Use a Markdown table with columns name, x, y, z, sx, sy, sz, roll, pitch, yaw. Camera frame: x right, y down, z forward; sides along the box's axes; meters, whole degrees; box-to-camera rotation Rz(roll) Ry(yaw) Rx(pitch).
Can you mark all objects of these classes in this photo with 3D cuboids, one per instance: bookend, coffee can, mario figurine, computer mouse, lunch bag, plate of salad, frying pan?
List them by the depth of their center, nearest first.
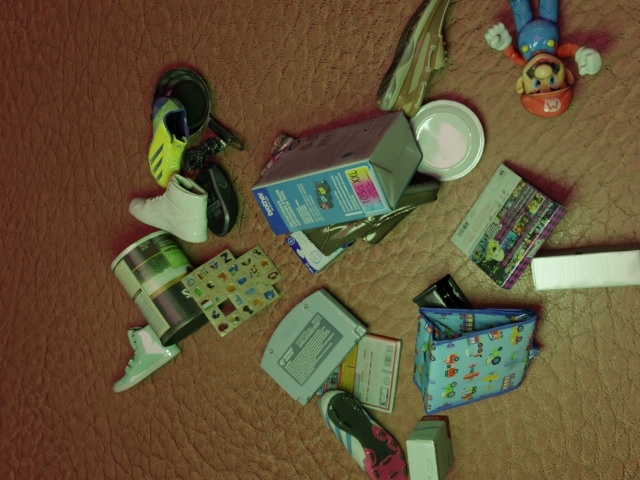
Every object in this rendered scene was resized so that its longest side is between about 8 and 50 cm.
| name | x | y | z | sx | sy | sz | roll | pitch | yaw |
| --- | --- | --- | --- | --- | --- | --- | --- | --- | --- |
| mario figurine | 0.492 | -0.433 | 1.533 | 0.198 | 0.170 | 0.320 | -14 | 82 | 58 |
| lunch bag | 0.382 | 0.272 | 1.634 | 0.293 | 0.138 | 0.221 | -4 | 121 | -7 |
| bookend | 0.315 | 0.176 | 1.698 | 0.072 | 0.157 | 0.156 | -37 | 81 | 23 |
| plate of salad | 0.305 | -0.247 | 1.706 | 0.200 | 0.048 | 0.199 | 6 | 107 | 21 |
| computer mouse | -0.289 | -0.145 | 1.952 | 0.188 | 0.072 | 0.272 | -21 | 83 | 48 |
| frying pan | -0.336 | -0.379 | 1.959 | 0.326 | 0.053 | 0.197 | 14 | 104 | 20 |
| coffee can | -0.444 | 0.138 | 1.989 | 0.201 | 0.201 | 0.275 | -41 | 81 | 22 |

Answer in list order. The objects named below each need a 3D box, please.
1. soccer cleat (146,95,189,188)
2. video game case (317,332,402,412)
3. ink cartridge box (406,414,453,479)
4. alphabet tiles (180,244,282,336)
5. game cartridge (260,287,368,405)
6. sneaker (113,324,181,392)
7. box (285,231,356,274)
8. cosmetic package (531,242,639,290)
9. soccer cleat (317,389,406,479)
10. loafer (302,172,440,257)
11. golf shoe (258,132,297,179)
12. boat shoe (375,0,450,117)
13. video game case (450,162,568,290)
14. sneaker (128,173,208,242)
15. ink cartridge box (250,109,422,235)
| name | x | y | z | sx | sy | sz | roll | pitch | yaw |
| --- | --- | --- | --- | --- | --- | --- | --- | --- | --- |
| soccer cleat | -0.422 | -0.262 | 1.946 | 0.121 | 0.093 | 0.289 | 31 | 129 | 33 |
| video game case | 0.074 | 0.342 | 1.894 | 0.285 | 0.025 | 0.204 | 10 | 101 | 21 |
| ink cartridge box | 0.279 | 0.534 | 1.750 | 0.072 | 0.175 | 0.127 | -5 | 94 | 23 |
| alphabet tiles | -0.234 | 0.121 | 1.923 | 0.237 | 0.009 | 0.198 | -34 | 80 | -18 |
| game cartridge | -0.029 | 0.283 | 1.888 | 0.198 | 0.062 | 0.297 | 44 | 111 | 17 |
| sneaker | -0.565 | 0.351 | 2.126 | 0.256 | 0.094 | 0.151 | -37 | 88 | 13 |
| box | 0.000 | 0.000 | 1.855 | 0.137 | 0.072 | 0.126 | -42 | 81 | 21 |
| cosmetic package | 0.609 | 0.060 | 1.581 | 0.231 | 0.117 | 0.085 | -8 | 95 | 23 |
| soccer cleat | 0.112 | 0.531 | 1.869 | 0.116 | 0.143 | 0.331 | -39 | 100 | -19 |
| loafer | 0.134 | -0.062 | 1.739 | 0.366 | 0.134 | 0.130 | -20 | 108 | 15 |
| golf shoe | -0.111 | -0.195 | 1.879 | 0.086 | 0.067 | 0.186 | 29 | 107 | 16 |
| boat shoe | 0.247 | -0.451 | 1.680 | 0.116 | 0.123 | 0.324 | 23 | 98 | -12 |
| video game case | 0.435 | -0.035 | 1.626 | 0.232 | 0.042 | 0.210 | -60 | 40 | 18 |
| sneaker | -0.431 | -0.119 | 1.980 | 0.293 | 0.108 | 0.169 | 20 | 114 | 28 |
| ink cartridge box | 0.017 | -0.158 | 1.688 | 0.395 | 0.270 | 0.151 | -9 | 119 | 31 |
